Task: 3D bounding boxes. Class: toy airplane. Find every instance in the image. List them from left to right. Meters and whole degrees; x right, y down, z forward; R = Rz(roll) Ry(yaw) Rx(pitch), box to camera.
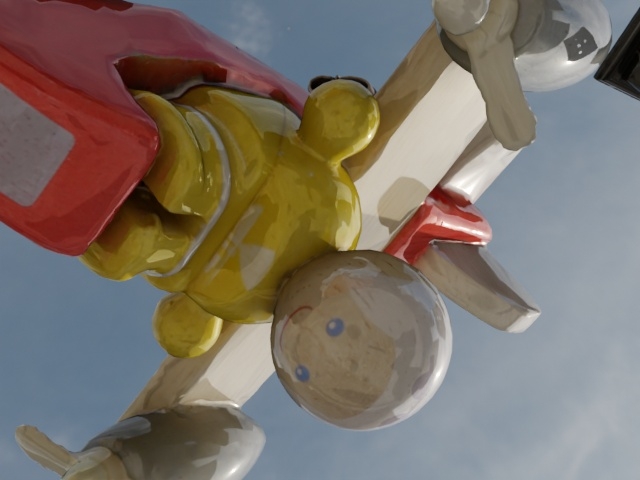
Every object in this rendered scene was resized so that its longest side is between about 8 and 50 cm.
[{"bbox_3d":[0.000,0.000,0.657,0.385,0.272,0.386,-19,-45,-12],"label":"toy airplane"}]

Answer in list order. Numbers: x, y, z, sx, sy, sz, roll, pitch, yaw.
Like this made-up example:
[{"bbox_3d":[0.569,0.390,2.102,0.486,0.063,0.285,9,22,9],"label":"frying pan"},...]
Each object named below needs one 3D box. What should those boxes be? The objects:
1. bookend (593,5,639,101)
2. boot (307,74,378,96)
[{"bbox_3d":[0.331,-0.102,0.977,0.156,0.157,0.072,17,-66,-34],"label":"bookend"},{"bbox_3d":[0.046,-0.097,0.982,0.119,0.087,0.042,6,-119,21],"label":"boot"}]
